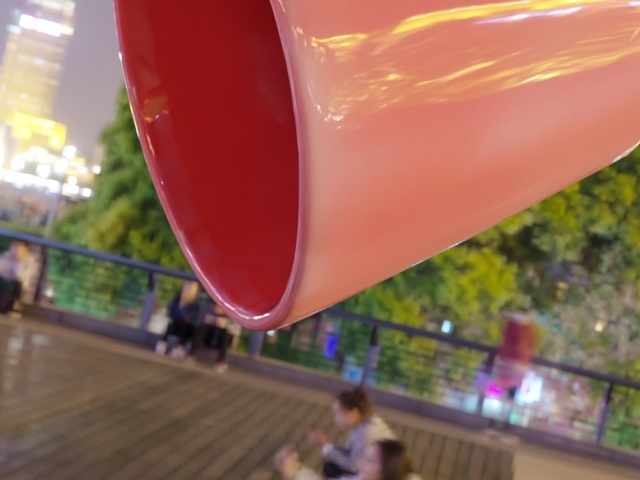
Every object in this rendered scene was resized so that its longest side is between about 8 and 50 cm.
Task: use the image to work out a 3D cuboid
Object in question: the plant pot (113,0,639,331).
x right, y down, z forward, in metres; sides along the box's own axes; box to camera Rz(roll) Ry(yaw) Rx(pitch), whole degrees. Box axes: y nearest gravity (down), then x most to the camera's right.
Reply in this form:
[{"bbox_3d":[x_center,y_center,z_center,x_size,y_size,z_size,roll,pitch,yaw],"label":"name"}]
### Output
[{"bbox_3d":[0.041,-0.109,0.729,0.243,0.275,0.275,-15,10,-21],"label":"plant pot"}]
